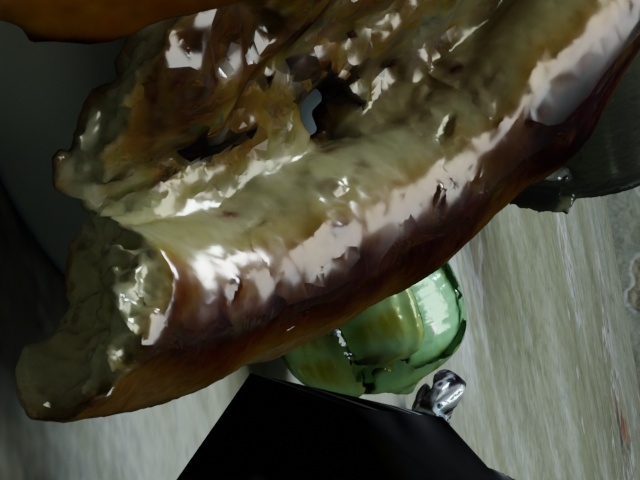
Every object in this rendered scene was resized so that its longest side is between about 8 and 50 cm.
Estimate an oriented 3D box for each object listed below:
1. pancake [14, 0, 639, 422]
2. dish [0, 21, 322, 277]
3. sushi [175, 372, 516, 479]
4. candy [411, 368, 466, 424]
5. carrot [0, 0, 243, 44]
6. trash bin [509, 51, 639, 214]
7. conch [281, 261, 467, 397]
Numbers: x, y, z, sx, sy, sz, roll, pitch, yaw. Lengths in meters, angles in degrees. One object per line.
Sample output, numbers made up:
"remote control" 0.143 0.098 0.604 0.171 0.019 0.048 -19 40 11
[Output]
"pancake" 0.025 -0.049 0.545 0.257 0.056 0.212 -61 149 -1
"dish" -0.021 -0.121 0.607 0.273 0.134 0.273 -9 90 -78
"sushi" 0.056 0.199 0.512 0.227 0.212 0.215 26 12 -37
"candy" 0.090 0.183 1.084 0.094 0.051 0.226 -78 157 -64
"carrot" -0.064 -0.173 0.434 0.159 0.159 0.225 62 14 -56
"trash bin" 0.177 -0.205 1.364 0.252 0.203 0.301 -53 142 -33
"conch" 0.000 0.000 0.771 0.170 0.079 0.106 60 13 -19
